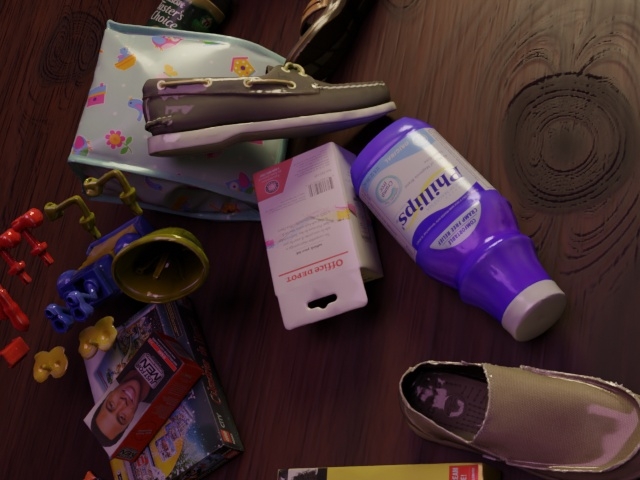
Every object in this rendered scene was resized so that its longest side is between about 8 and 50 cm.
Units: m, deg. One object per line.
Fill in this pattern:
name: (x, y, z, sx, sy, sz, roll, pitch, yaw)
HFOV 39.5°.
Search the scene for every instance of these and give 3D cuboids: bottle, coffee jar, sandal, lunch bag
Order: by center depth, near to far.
bottle: (0.146, -0.013, 0.952, 0.118, 0.092, 0.283, -43, 53, 8)
sandal: (0.011, -0.295, 1.162, 0.060, 0.090, 0.219, 24, 80, 26)
lunch bag: (-0.167, -0.149, 1.167, 0.262, 0.160, 0.223, 9, 70, -1)
coffee jar: (-0.212, -0.309, 1.319, 0.096, 0.079, 0.184, 29, 86, 37)

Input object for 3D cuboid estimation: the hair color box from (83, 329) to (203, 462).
hair color box: (-0.212, 0.186, 1.064, 0.072, 0.043, 0.141, 39, 93, 37)

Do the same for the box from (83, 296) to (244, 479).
box: (-0.202, 0.198, 1.109, 0.159, 0.044, 0.233, -35, 55, 14)

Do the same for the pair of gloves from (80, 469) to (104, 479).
pair of gloves: (-0.294, 0.342, 1.125, 0.074, 0.010, 0.083, 29, 84, 39)

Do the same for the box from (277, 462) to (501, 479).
box: (0.065, 0.273, 0.898, 0.232, 0.058, 0.087, -9, 64, 29)

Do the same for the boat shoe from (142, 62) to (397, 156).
boat shoe: (-0.059, -0.165, 1.060, 0.305, 0.109, 0.091, -10, 89, -12)

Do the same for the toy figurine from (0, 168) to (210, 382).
toy figurine: (-0.271, 0.005, 1.143, 0.362, 0.191, 0.217, -29, 14, 30)

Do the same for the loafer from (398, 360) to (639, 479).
loafer: (0.186, 0.169, 0.846, 0.268, 0.092, 0.102, 0, 70, 33)

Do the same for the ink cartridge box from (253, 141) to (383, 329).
ink cartridge box: (0.000, 0.000, 1.044, 0.115, 0.067, 0.198, -20, 70, 24)
